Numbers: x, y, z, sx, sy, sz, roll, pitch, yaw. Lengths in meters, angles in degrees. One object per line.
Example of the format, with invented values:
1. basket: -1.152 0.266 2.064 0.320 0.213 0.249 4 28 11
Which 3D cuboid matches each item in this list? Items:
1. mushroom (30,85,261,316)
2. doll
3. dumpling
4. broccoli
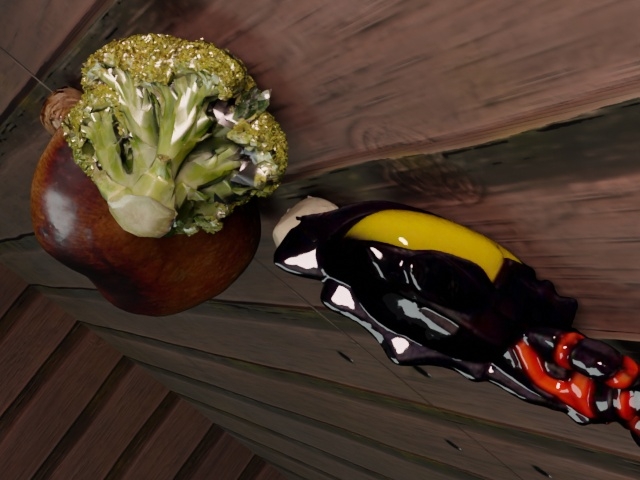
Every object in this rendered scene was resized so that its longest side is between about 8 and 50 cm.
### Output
1. mushroom: -0.163 -0.062 0.770 0.217 0.148 0.227 45 166 31
2. doll: 0.094 0.043 0.585 0.249 0.088 0.127 23 142 10
3. dumpling: -0.002 0.002 0.702 0.057 0.052 0.076 51 151 -14
4. broccoli: -0.085 -0.055 0.592 0.131 0.120 0.130 -4 133 15
